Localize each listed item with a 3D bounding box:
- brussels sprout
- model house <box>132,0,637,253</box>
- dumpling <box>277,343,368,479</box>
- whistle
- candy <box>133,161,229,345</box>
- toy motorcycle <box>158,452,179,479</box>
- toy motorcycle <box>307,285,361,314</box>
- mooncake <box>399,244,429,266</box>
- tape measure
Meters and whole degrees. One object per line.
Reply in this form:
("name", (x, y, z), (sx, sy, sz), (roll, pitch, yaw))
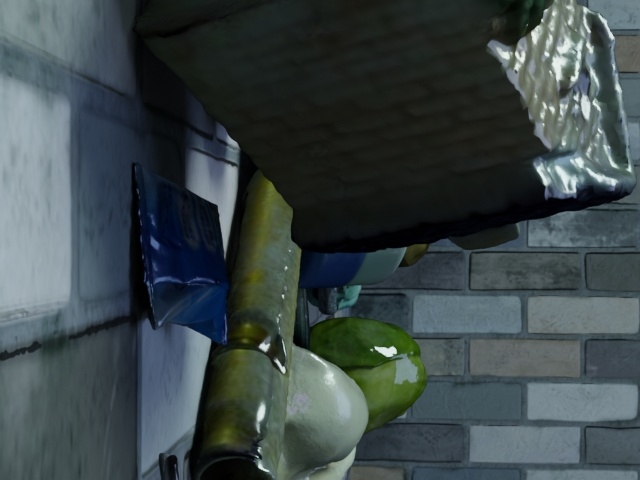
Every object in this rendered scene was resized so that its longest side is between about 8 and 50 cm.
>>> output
("brussels sprout", (0.026, 0.155, 1.490), (0.183, 0.145, 0.131), (-36, -110, 42))
("model house", (0.068, -0.141, 0.797), (0.284, 0.243, 0.298), (58, 34, -40))
("dumpling", (-0.013, 0.181, 1.224), (0.169, 0.100, 0.134), (78, 27, -63))
("whistle", (-0.047, 0.059, 0.994), (0.326, 0.057, 0.068), (-85, 179, -51))
("candy", (-0.075, 0.011, 0.741), (0.136, 0.038, 0.088), (30, 56, -75))
("toy motorcycle", (-0.031, 0.305, 0.751), (0.207, 0.134, 0.401), (-100, -170, -78))
("toy motorcycle", (0.026, -0.024, 1.683), (0.198, 0.109, 0.296), (85, 8, -64))
("mooncake", (0.044, -0.106, 1.454), (0.284, 0.155, 0.284), (-4, 90, -79))
("tape measure", (0.000, 0.000, 1.205), (0.215, 0.098, 0.351), (-130, -140, -61))
